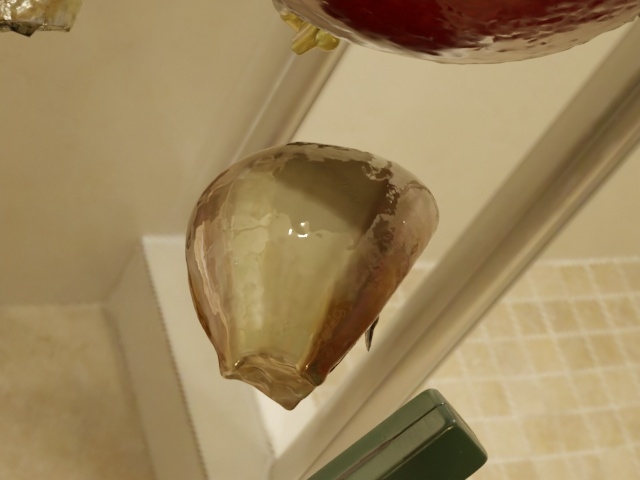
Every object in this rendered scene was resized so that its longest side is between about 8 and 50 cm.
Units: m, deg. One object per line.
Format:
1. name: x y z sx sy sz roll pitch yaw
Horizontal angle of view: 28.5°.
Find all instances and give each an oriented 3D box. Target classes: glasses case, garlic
1. glasses case: 0.032 0.189 0.928 0.039 0.184 0.078 54 3 42
2. garlic: 0.009 -0.001 0.686 0.128 0.115 0.207 57 21 5

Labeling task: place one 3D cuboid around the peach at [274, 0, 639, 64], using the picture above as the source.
1. peach: 0.038 -0.273 0.612 0.310 0.335 0.406 2 48 -19

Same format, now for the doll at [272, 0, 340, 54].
1. doll: -0.007 -0.270 1.203 0.086 0.117 0.291 33 26 -29

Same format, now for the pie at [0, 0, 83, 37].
1. pie: -0.366 -0.308 1.373 0.218 0.052 0.185 -3 75 -17
